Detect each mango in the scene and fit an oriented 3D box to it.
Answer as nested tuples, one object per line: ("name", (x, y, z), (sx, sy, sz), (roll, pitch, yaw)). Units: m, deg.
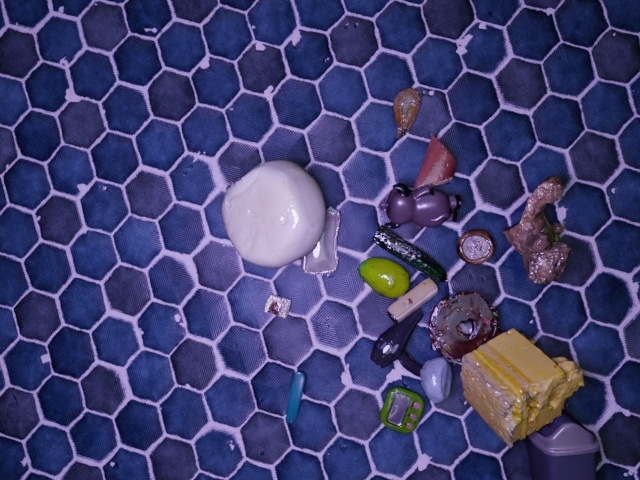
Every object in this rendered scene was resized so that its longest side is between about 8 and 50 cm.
("mango", (0.208, 0.120, 1.407), (0.178, 0.100, 0.119), (25, 93, 10))

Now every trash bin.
("trash bin", (0.744, 0.667, 1.327), (0.182, 0.209, 0.291), (-7, 95, 1))

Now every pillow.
("pillow", (0.000, 0.000, 1.446), (0.130, 0.038, 0.233), (1, 90, 0))

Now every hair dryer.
("hair dryer", (0.319, 0.380, 1.426), (0.271, 0.091, 0.235), (44, 81, -10))

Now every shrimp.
("shrimp", (0.286, -0.428, 1.441), (0.091, 0.043, 0.184), (11, 83, 10))

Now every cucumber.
("cucumber", (0.306, 0.052, 1.419), (0.293, 0.067, 0.068), (33, 91, 2))

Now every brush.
("brush", (-0.086, 0.531, 1.451), (0.043, 0.032, 0.194), (11, 102, -2))

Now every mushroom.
("mushroom", (0.514, 0.020, 1.417), (0.123, 0.052, 0.123), (0, 92, 10))

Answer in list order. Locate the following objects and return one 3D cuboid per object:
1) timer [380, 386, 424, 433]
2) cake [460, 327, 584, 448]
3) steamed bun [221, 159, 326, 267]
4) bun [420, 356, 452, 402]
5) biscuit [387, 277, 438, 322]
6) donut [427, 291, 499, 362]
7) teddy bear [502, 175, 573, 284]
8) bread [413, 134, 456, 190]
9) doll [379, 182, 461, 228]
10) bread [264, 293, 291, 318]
("timer", (0.271, 0.564, 1.424), (0.128, 0.047, 0.140), (21, 90, 1))
("cake", (0.605, 0.422, 1.286), (0.285, 0.227, 0.223), (-25, 126, -12))
("steamed bun", (-0.129, -0.077, 1.352), (0.333, 0.233, 0.312), (-18, 88, 34))
("bun", (0.362, 0.438, 1.350), (0.083, 0.140, 0.141), (-4, 89, 36))
("biscuit", (0.305, 0.199, 1.401), (0.188, 0.052, 0.056), (-36, 53, -11))
("donut", (0.465, 0.280, 1.398), (0.234, 0.089, 0.235), (0, 89, 3))
("teddy bear", (0.708, -0.026, 1.325), (0.222, 0.246, 0.296), (39, 121, 20))
("bread", (0.393, -0.244, 1.417), (0.119, 0.067, 0.193), (18, 90, 3))
("doll", (0.319, -0.111, 1.384), (0.257, 0.117, 0.182), (4, 131, 3))
("bread", (-0.144, 0.223, 1.451), (0.083, 0.035, 0.070), (21, 89, 5))
